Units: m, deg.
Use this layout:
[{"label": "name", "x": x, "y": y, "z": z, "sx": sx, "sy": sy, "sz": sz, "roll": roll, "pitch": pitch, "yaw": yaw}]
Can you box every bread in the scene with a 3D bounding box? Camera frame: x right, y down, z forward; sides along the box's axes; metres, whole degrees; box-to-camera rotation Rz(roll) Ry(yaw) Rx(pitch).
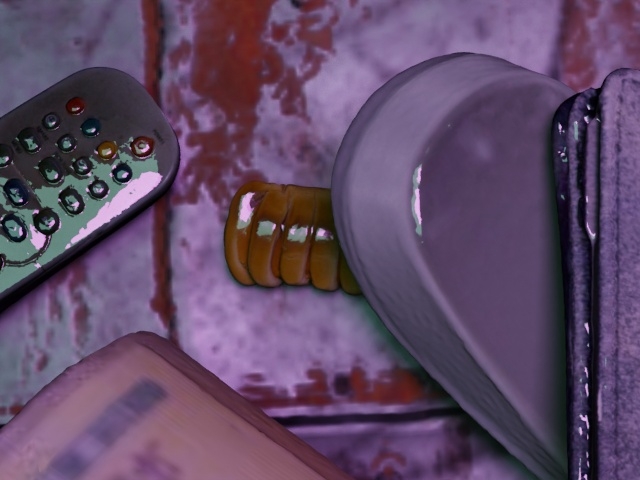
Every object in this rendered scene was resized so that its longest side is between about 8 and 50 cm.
[{"label": "bread", "x": 0.000, "y": 0.000, "z": 0.695, "sx": 0.088, "sy": 0.033, "sz": 0.049, "roll": 8, "pitch": 88, "yaw": 5}]

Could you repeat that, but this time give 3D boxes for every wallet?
[{"label": "wallet", "x": 0.163, "y": 0.049, "z": 0.617, "sx": 0.167, "sy": 0.036, "sz": 0.222, "roll": 14, "pitch": 69, "yaw": -30}]

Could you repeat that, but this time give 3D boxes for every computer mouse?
[{"label": "computer mouse", "x": 0.100, "y": 0.022, "z": 0.663, "sx": 0.128, "sy": 0.079, "sz": 0.231, "roll": -42, "pitch": 99, "yaw": -18}]

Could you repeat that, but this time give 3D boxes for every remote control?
[{"label": "remote control", "x": -0.164, "y": 0.004, "z": 0.701, "sx": 0.222, "sy": 0.042, "sz": 0.072, "roll": -35, "pitch": 80, "yaw": -3}]

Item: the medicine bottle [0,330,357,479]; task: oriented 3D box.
[{"label": "medicine bottle", "x": 0.027, "y": 0.240, "z": 0.551, "sx": 0.406, "sy": 0.236, "sz": 0.235, "roll": 35, "pitch": 85, "yaw": 9}]
